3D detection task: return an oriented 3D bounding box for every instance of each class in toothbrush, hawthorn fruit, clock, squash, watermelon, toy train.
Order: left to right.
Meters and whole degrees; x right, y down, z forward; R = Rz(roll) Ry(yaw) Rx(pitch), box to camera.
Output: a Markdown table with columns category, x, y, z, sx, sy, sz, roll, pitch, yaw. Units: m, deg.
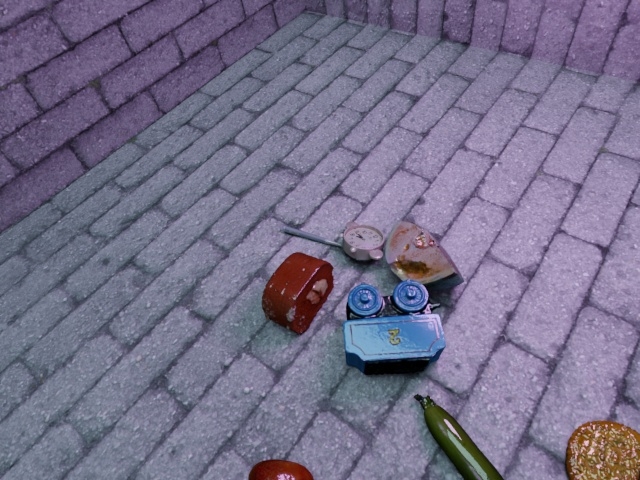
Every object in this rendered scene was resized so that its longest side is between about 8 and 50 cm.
| category | x | y | z | sx | sy | sz | roll | pitch | yaw |
| --- | --- | --- | --- | --- | --- | --- | --- | --- | --- |
| hawthorn fruit | -0.108 | 0.646 | 1.066 | 0.179 | 0.173 | 0.173 | 32 | 52 | -22 |
| toothbrush | 0.001 | -0.001 | 1.623 | 0.343 | 0.025 | 0.030 | 19 | 34 | 23 |
| clock | 0.155 | 0.008 | 1.545 | 0.156 | 0.063 | 0.229 | -16 | 41 | -21 |
| toy train | 0.220 | 0.271 | 1.284 | 0.301 | 0.188 | 0.264 | -5 | 57 | 2 |
| watermelon | 0.347 | 0.085 | 1.427 | 0.175 | 0.188 | 0.321 | -38 | 35 | 16 |
| squash | 0.362 | 0.540 | 1.110 | 0.087 | 0.087 | 0.331 | -29 | 52 | -13 |

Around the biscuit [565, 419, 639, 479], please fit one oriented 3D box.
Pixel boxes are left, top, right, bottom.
| category | x | y | z | sx | sy | sz | roll | pitch | yaw |
| --- | --- | --- | --- | --- | --- | --- | --- | --- | --- |
| biscuit | 0.745 | 0.578 | 1.043 | 0.254 | 0.035 | 0.253 | -5 | 53 | 6 |

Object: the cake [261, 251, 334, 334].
| category | x | y | z | sx | sy | sz | roll | pitch | yaw |
| --- | --- | --- | --- | --- | --- | --- | --- | --- | --- |
| cake | -0.072 | 0.166 | 1.413 | 0.151 | 0.176 | 0.283 | 23 | 59 | 25 |

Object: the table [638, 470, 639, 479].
| category | x | y | z | sx | sy | sz | roll | pitch | yaw |
| --- | --- | --- | --- | --- | --- | --- | --- | --- | --- |
| table | 0.795 | 0.628 | 0.882 | 0.173 | 0.169 | 0.193 | 25 | 67 | 11 |
